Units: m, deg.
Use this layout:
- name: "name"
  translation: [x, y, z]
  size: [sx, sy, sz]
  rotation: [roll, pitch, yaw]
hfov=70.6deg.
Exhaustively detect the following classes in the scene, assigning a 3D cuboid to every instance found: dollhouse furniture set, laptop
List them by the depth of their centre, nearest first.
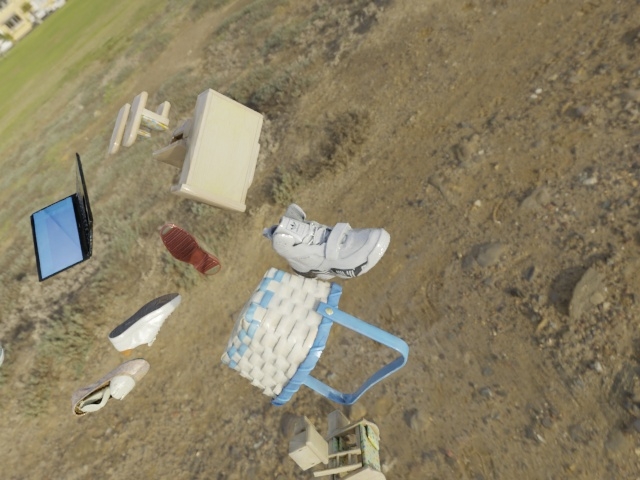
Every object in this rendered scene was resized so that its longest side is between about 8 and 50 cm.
- name: "dollhouse furniture set"
  translation: [0.033, 0.332, 0.807]
  size: [0.101, 0.161, 0.182]
  rotation: [-32, 20, 13]
- name: "laptop"
  translation: [-0.706, -0.061, 1.221]
  size: [0.235, 0.136, 0.264]
  rotation: [65, 144, 24]
- name: "dollhouse furniture set"
  translation: [-0.346, -0.211, 1.234]
  size: [0.393, 0.361, 0.257]
  rotation: [-1, 74, 51]

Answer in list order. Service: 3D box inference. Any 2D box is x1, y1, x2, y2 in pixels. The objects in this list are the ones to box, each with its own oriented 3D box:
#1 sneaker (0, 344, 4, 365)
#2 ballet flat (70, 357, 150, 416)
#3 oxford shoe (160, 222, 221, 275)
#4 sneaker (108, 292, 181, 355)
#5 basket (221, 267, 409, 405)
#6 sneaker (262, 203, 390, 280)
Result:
- name: "sneaker"
  translation: [-0.878, 0.285, 1.010]
  size: [0.208, 0.127, 0.319]
  rotation: [-56, -5, 36]
- name: "ballet flat"
  translation: [-0.757, 0.541, 1.632]
  size: [0.315, 0.108, 0.106]
  rotation: [-31, 34, 4]
- name: "oxford shoe"
  translation: [-0.583, 0.024, 2.001]
  size: [0.122, 0.348, 0.130]
  rotation: [-34, 44, 2]
- name: "sneaker"
  translation: [-0.635, 0.313, 1.692]
  size: [0.105, 0.123, 0.290]
  rotation: [11, 40, 47]
- name: "basket"
  translation: [-0.015, 0.192, 0.832]
  size: [0.255, 0.288, 0.201]
  rotation: [-55, 5, 43]
- name: "sneaker"
  translation: [0.000, 0.000, 1.234]
  size: [0.365, 0.210, 0.138]
  rotation: [-16, 42, 46]
